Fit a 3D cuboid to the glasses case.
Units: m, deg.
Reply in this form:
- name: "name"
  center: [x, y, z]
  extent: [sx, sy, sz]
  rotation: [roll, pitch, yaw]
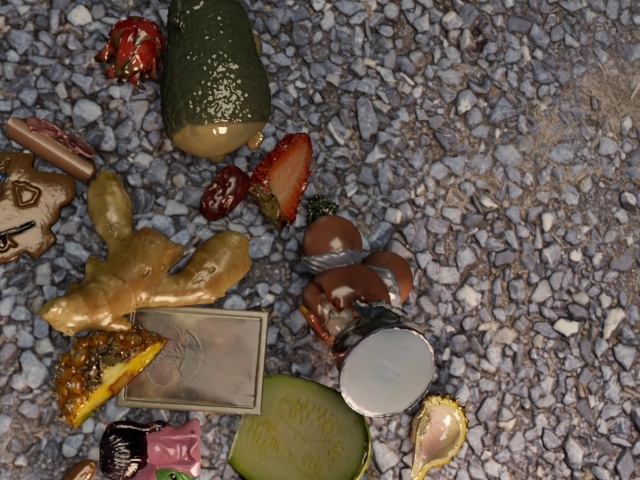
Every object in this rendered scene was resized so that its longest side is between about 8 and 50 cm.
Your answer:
- name: "glasses case"
  center: [-0.523, -0.199, 1.543]
  extent: [0.193, 0.102, 0.070]
  rotation: [33, 68, -10]

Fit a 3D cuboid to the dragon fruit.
- name: "dragon fruit"
  center: [-0.386, -0.394, 1.609]
  extent: [0.121, 0.130, 0.142]
  rotation: [23, 72, -46]

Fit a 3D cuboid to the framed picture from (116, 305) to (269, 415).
- name: "framed picture"
  center: [-0.256, 0.239, 1.571]
  extent: [0.290, 0.020, 0.211]
  rotation: [5, 82, -3]

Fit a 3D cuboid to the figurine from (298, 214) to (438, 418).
- name: "figurine"
  center: [0.080, 0.137, 1.539]
  extent: [0.277, 0.388, 0.248]
  rotation: [37, 97, -26]

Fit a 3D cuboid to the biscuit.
- name: "biscuit"
  center: [-0.649, -0.082, 1.519]
  extent: [0.301, 0.043, 0.278]
  rotation: [42, 73, -7]

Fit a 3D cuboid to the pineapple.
- name: "pineapple"
  center: [-0.436, 0.228, 1.477]
  extent: [0.250, 0.164, 0.140]
  rotation: [-44, 78, -4]

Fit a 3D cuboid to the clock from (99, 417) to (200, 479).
- name: "clock"
  center: [-0.330, 0.444, 1.511]
  extent: [0.195, 0.100, 0.194]
  rotation: [3, 83, -15]

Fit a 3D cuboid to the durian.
- name: "durian"
  center: [0.238, 0.434, 1.695]
  extent: [0.140, 0.078, 0.224]
  rotation: [26, 86, -24]

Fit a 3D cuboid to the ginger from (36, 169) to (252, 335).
- name: "ginger"
  center: [-0.344, 0.073, 1.533]
  extent: [0.363, 0.122, 0.348]
  rotation: [30, 61, -17]

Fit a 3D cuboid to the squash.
- name: "squash"
  center: [-0.032, 0.389, 1.495]
  extent: [0.210, 0.309, 0.233]
  rotation: [23, 77, -12]

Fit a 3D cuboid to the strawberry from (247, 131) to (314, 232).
- name: "strawberry"
  center: [-0.085, -0.130, 1.676]
  extent: [0.208, 0.087, 0.167]
  rotation: [-57, 136, -41]

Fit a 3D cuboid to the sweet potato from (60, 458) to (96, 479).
- name: "sweet potato"
  center: [-0.507, 0.502, 1.479]
  extent: [0.050, 0.050, 0.214]
  rotation: [44, 77, -6]

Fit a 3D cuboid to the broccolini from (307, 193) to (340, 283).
- name: "broccolini"
  center: [0.000, 0.000, 1.691]
  extent: [0.074, 0.058, 0.201]
  rotation: [5, 80, -9]

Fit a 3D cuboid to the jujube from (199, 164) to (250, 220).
- name: "jujube"
  center: [-0.202, -0.097, 1.638]
  extent: [0.077, 0.077, 0.129]
  rotation: [37, 79, -9]

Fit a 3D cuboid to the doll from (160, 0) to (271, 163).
- name: "doll"
  center: [-0.216, -0.345, 1.599]
  extent: [0.247, 0.247, 0.349]
  rotation: [-9, 82, -17]
